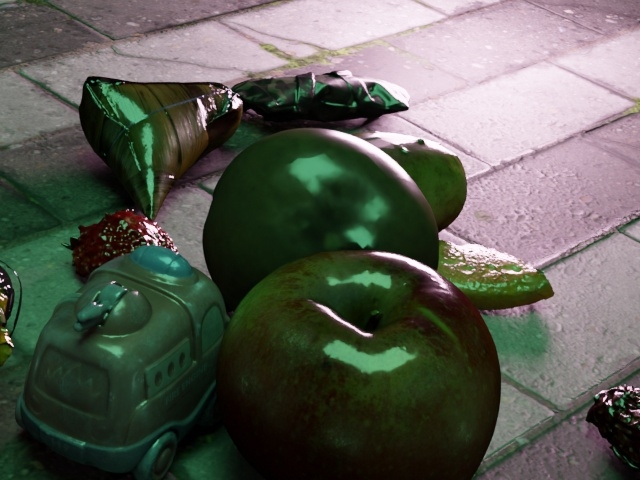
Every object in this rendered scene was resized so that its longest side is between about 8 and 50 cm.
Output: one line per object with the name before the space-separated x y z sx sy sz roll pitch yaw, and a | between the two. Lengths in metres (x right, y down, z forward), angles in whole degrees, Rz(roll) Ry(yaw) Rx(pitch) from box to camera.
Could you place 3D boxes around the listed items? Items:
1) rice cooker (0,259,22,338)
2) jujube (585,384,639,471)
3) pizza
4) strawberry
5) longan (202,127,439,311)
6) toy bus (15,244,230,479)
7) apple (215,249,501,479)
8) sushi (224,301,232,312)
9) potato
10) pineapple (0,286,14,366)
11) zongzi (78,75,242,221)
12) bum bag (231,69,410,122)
rice cooker | -0.483 0.071 1.811 0.203 0.142 0.118 16 4 2
jujube | 0.421 0.242 1.813 0.104 0.104 0.166 -8 34 -26
pizza | 0.214 0.051 2.121 0.271 0.056 0.134 2 33 -9
strawberry | -0.252 0.019 2.017 0.208 0.087 0.167 29 34 27
longan | 0.000 0.000 1.913 0.319 0.318 0.319 7 31 -4
toy bus | -0.226 0.130 1.695 0.197 0.231 0.294 21 33 20
apple | 0.046 0.172 1.655 0.349 0.276 0.348 5 32 -3
sushi | -0.128 0.070 2.005 0.046 0.044 0.083 18 33 17
potato | 0.093 -0.075 2.186 0.308 0.173 0.210 -10 31 -33
pineapple | -0.484 0.128 1.582 0.344 0.209 0.286 -37 64 -17
zongzi | -0.223 -0.137 2.269 0.286 0.138 0.300 -3 45 -34
bum bag | 0.006 -0.262 2.556 0.341 0.095 0.144 -1 17 -20
